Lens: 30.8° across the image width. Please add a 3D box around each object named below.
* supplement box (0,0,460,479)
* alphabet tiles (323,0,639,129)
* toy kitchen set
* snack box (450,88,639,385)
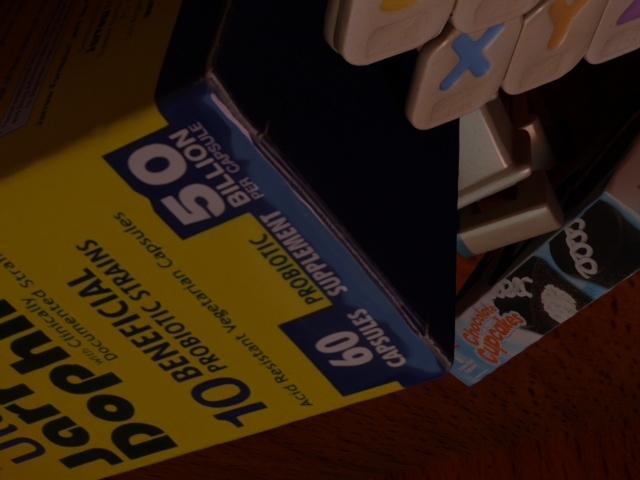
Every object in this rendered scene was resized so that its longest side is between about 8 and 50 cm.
[{"bbox_3d":[-0.128,-0.010,0.608,0.357,0.195,0.194,-21,129,27],"label":"supplement box"},{"bbox_3d":[0.131,-0.162,0.488,0.284,0.021,0.278,-22,148,-25],"label":"alphabet tiles"},{"bbox_3d":[0.061,-0.100,0.743,0.122,0.166,0.207,-18,122,20],"label":"toy kitchen set"},{"bbox_3d":[0.197,-0.017,0.873,0.187,0.060,0.322,-51,178,-28],"label":"snack box"}]
